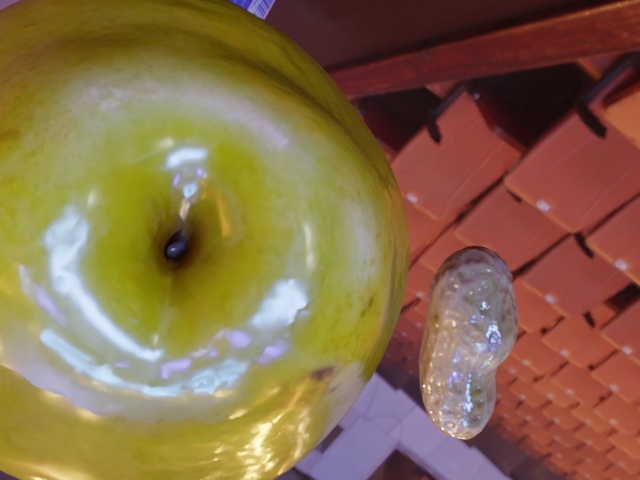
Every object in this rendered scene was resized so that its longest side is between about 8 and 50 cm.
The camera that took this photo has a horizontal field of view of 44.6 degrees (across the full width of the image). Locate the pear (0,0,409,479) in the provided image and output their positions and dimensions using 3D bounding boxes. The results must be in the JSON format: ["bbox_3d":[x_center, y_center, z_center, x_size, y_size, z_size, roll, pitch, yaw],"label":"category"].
[{"bbox_3d":[-0.121,0.003,0.546,0.362,0.362,0.418,33,173,-15],"label":"pear"}]

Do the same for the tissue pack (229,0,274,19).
[{"bbox_3d":[-0.173,-0.317,1.024,0.137,0.269,0.209,29,180,23],"label":"tissue pack"}]

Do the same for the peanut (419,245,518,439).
[{"bbox_3d":[0.167,0.118,0.889,0.095,0.225,0.108,1,-168,-41],"label":"peanut"}]
